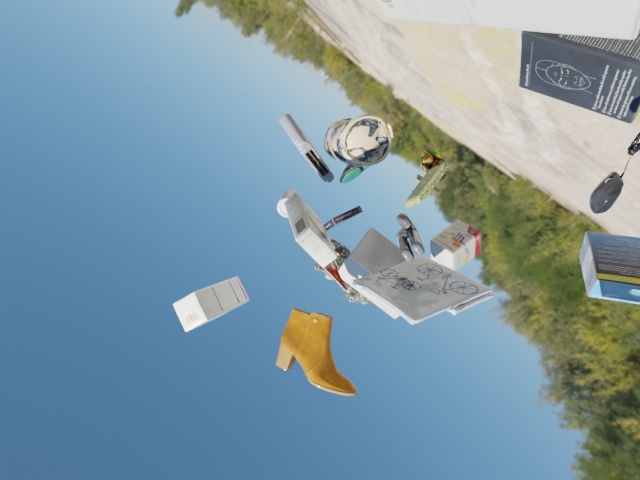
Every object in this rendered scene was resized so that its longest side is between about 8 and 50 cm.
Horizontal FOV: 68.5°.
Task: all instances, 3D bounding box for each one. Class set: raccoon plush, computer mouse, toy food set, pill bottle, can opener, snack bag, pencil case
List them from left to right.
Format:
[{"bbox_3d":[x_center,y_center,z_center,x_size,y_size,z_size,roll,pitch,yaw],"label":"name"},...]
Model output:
[{"bbox_3d":[-0.133,-0.164,2.012,0.087,0.087,0.160,34,-159,-11],"label":"pill bottle"},{"bbox_3d":[0.125,-0.348,1.620,0.160,0.183,0.410,59,180,-15],"label":"pencil case"},{"bbox_3d":[0.191,0.119,2.073,0.299,0.446,0.216,41,-124,-34],"label":"raccoon plush"},{"bbox_3d":[0.281,-0.020,1.556,0.095,0.076,0.283,56,-167,-10],"label":"can opener"},{"bbox_3d":[0.323,0.157,1.522,0.342,0.037,0.323,-16,-152,-29],"label":"snack bag"},{"bbox_3d":[0.434,-0.285,1.790,0.132,0.038,0.192,27,-122,-15],"label":"toy food set"},{"bbox_3d":[0.728,-0.174,1.147,0.041,0.242,0.071,20,-154,4],"label":"computer mouse"}]

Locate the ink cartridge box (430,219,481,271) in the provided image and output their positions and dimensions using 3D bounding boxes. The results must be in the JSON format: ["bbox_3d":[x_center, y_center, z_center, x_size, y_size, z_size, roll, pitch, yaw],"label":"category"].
[{"bbox_3d":[0.570,0.026,1.989,0.128,0.176,0.127,38,154,41],"label":"ink cartridge box"}]

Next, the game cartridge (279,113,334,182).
[{"bbox_3d":[-0.053,-0.361,1.836,0.196,0.060,0.294,55,-174,30],"label":"game cartridge"}]

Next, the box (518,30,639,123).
[{"bbox_3d":[0.869,-0.594,1.497,0.395,0.212,0.293,31,176,26],"label":"box"}]

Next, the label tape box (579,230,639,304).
[{"bbox_3d":[0.967,0.120,1.458,0.249,0.115,0.347,8,-142,16],"label":"label tape box"}]

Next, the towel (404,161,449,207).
[{"bbox_3d":[0.303,-0.157,1.338,0.027,0.148,0.110,40,168,-6],"label":"towel"}]

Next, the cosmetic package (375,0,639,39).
[{"bbox_3d":[0.321,-0.501,0.791,0.453,0.230,0.161,21,-174,28],"label":"cosmetic package"}]

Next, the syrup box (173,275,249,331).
[{"bbox_3d":[-0.329,0.190,1.447,0.096,0.093,0.237,63,-157,5],"label":"syrup box"}]

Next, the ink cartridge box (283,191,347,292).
[{"bbox_3d":[0.000,0.000,1.401,0.239,0.060,0.275,46,-170,-26],"label":"ink cartridge box"}]

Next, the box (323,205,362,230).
[{"bbox_3d":[0.075,-0.077,1.709,0.029,0.116,0.162,64,162,0],"label":"box"}]

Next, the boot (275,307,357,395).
[{"bbox_3d":[0.009,0.347,1.500,0.295,0.211,0.104,20,179,16],"label":"boot"}]

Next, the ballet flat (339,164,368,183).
[{"bbox_3d":[0.141,-0.284,1.769,0.070,0.188,0.070,57,175,8],"label":"ballet flat"}]

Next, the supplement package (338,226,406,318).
[{"bbox_3d":[0.241,0.125,1.801,0.293,0.177,0.175,37,-121,4],"label":"supplement package"}]
